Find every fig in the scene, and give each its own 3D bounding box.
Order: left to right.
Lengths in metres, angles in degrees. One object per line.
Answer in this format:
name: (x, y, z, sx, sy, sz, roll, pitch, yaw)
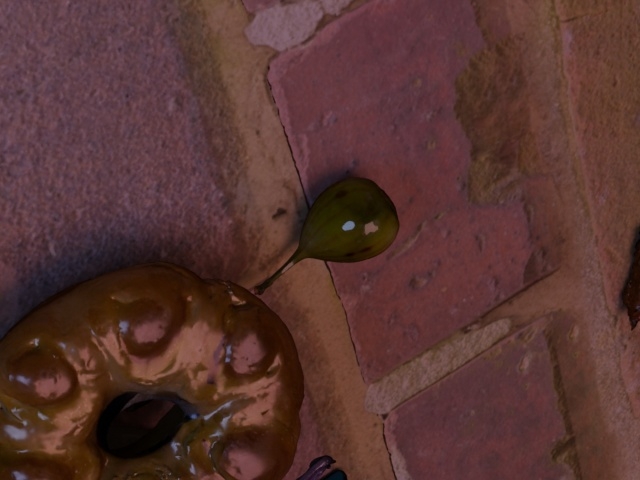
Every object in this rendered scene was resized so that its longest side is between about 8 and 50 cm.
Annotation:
fig: (0.000, -0.012, 1.739, 0.166, 0.093, 0.093, -15, 125, -4)

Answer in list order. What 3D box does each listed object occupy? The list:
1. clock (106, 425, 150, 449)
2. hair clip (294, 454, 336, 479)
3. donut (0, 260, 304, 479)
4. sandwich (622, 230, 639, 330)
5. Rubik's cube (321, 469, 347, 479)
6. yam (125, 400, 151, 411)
clock: (-0.185, 0.277, 1.782, 0.191, 0.062, 0.151, 11, 109, -39)
hair clip: (-0.095, 0.333, 1.820, 0.278, 0.090, 0.137, -56, 167, -12)
donut: (-0.178, 0.166, 1.621, 0.317, 0.150, 0.299, 15, 90, -23)
sandwich: (0.462, 0.032, 2.071, 0.159, 0.079, 0.235, -8, 120, -31)
Rubik's cube: (-0.015, 0.426, 1.974, 0.234, 0.284, 0.250, 75, 32, -50)
yam: (-0.173, 0.142, 1.725, 0.094, 0.043, 0.043, -31, 129, -18)
